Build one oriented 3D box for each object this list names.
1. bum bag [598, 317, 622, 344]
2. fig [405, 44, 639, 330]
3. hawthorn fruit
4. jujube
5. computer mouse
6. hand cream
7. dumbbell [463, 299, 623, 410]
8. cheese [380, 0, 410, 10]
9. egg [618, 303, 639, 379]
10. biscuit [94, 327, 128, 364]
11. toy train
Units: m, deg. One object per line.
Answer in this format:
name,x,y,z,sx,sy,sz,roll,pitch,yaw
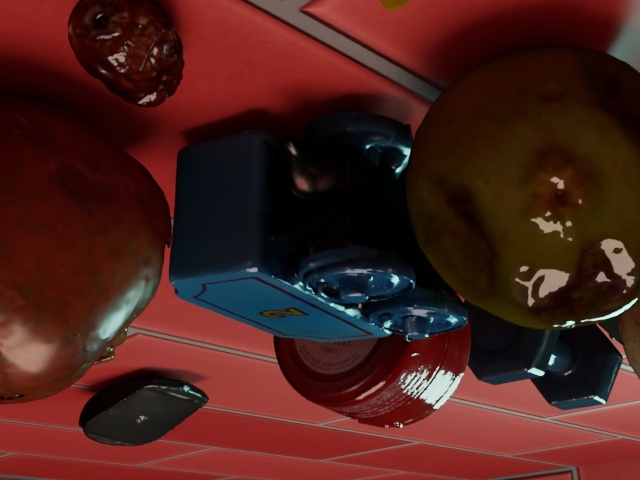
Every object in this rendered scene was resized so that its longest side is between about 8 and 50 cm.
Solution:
bum bag,0.472,0.123,1.363,0.326,0.079,0.142,33,169,-39
fig,0.191,-0.047,0.799,0.240,0.239,0.271,-3,-175,3
hawthorn fruit,-0.298,-0.021,0.805,0.276,0.276,0.307,-16,125,32
jujube,-0.145,-0.145,0.710,0.077,0.077,0.129,-4,163,5
computer mouse,-0.360,0.325,1.836,0.295,0.087,0.168,-34,137,32
hand cream,0.063,0.117,1.165,0.230,0.230,0.149,-17,152,33
dumbbell,0.339,0.166,1.406,0.144,0.156,0.316,19,176,42
cheese,0.023,-0.237,0.497,0.171,0.126,0.093,35,148,-27
egg,0.550,0.108,1.098,0.379,0.287,0.287,12,158,3
biscuit,-0.467,0.160,1.449,0.367,0.063,0.314,-19,150,35
toy train,0.000,0.000,0.937,0.265,0.188,0.300,-9,158,29
